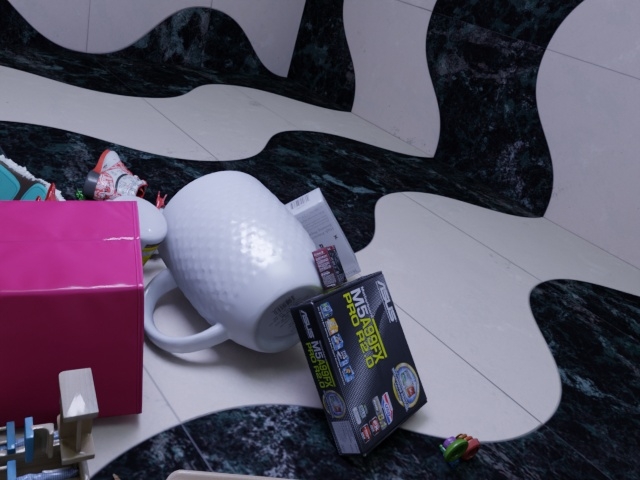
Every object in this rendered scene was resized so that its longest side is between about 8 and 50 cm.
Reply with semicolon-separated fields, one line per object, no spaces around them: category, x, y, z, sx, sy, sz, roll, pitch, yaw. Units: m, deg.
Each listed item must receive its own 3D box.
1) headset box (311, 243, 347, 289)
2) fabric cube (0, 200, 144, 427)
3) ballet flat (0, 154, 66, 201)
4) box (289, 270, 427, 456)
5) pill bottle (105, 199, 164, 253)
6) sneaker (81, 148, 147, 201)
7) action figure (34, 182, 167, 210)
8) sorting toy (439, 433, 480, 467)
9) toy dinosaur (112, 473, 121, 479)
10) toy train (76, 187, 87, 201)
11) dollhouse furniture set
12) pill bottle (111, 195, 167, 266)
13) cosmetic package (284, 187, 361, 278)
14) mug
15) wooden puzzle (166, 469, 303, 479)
headset box;0.016;0.045;0.960;0.032;0.083;0.062;-22;-3;16
fabric cube;-0.411;0.102;0.794;0.258;0.254;0.259;-2;33;-21
ballet flat;-0.640;-0.077;1.171;0.409;0.147;0.147;36;31;30
box;0.076;0.210;0.935;0.216;0.060;0.270;-15;86;-48
pill bottle;-0.414;-0.027;1.218;0.187;0.112;0.112;9;28;-15
sneaker;-0.555;-0.166;1.438;0.145;0.090;0.270;20;20;-19
action figure;-0.435;-0.062;1.091;0.280;0.091;0.139;30;48;-40
sorting toy;0.241;0.366;0.924;0.102;0.061;0.042;25;15;-43
toy dinosaur;-0.255;0.364;0.620;0.112;0.064;0.211;19;26;5
toy train;-0.621;-0.111;1.353;0.017;0.023;0.083;-5;34;-37
dollhouse furniture set;-0.363;0.243;0.651;0.129;0.183;0.129;0;32;-32
pill bottle;-0.397;0.022;1.004;0.117;0.215;0.117;33;27;-20
cosmetic package;0.000;0.000;1.274;0.117;0.231;0.085;-27;29;7
mug;-0.182;0.079;1.034;0.374;0.276;0.328;-31;49;-17
wooden puzzle;-0.099;0.410;0.648;0.221;0.044;0.238;11;27;-14
